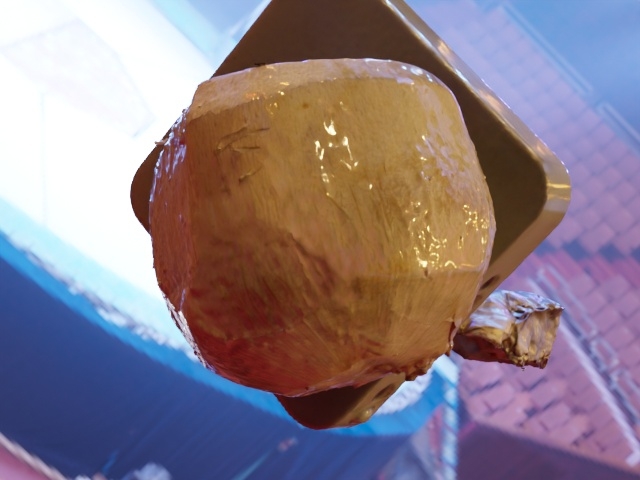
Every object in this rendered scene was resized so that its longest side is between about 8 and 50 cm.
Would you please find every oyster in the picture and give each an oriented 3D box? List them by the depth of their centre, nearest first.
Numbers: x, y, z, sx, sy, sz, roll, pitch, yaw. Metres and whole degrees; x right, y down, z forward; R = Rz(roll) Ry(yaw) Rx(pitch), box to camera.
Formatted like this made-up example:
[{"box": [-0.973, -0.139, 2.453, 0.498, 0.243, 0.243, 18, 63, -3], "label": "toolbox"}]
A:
[{"box": [0.253, 0.119, 1.759, 0.166, 0.110, 0.341, 7, -4, 39], "label": "oyster"}]

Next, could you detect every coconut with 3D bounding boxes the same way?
[{"box": [0.000, 0.000, 1.070, 0.297, 0.297, 0.255, 14, 68, -67], "label": "coconut"}]

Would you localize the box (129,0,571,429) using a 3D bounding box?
[{"box": [0.017, -0.046, 1.291, 0.373, 0.367, 0.090, 50, 21, 20], "label": "box"}]
